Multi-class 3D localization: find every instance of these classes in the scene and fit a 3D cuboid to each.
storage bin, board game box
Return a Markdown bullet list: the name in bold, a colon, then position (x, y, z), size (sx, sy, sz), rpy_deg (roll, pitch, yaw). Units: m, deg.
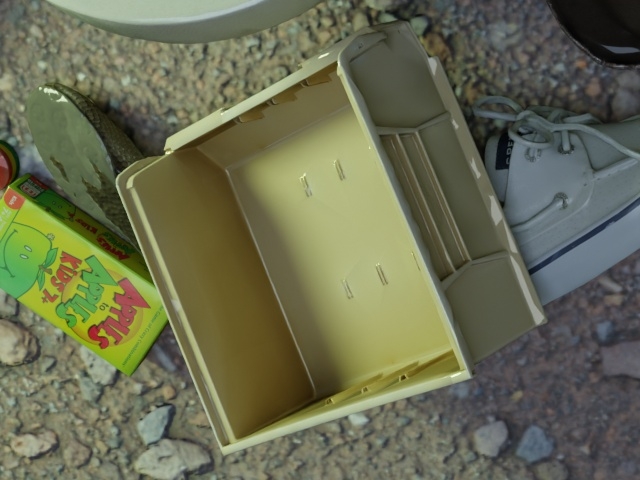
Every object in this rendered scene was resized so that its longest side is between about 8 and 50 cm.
- **storage bin**: position (0.000, 0.000, 1.090), size (0.262, 0.123, 0.260), rpy_deg (-24, 88, 41)
- **board game box**: position (-0.217, 0.031, 1.261), size (0.181, 0.043, 0.092), rpy_deg (35, 113, -1)

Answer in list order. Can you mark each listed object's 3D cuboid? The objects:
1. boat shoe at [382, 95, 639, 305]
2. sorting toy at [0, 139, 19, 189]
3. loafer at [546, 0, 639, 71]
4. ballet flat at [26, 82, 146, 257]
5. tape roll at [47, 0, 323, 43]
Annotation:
- **boat shoe**: position (0.175, -0.050, 1.107), size (0.367, 0.136, 0.156), rpy_deg (-35, 96, 31)
- **sorting toy**: position (-0.399, -0.011, 1.286), size (0.132, 0.046, 0.274), rpy_deg (40, 113, -3)
- **loafer**: position (0.182, -0.246, 0.968), size (0.134, 0.130, 0.366), rpy_deg (-7, 135, 24)
- **ballet flat**: position (-0.159, -0.041, 1.223), size (0.250, 0.058, 0.084), rpy_deg (47, 134, 0)
- **tape roll**: position (-0.101, -0.338, 1.013), size (0.392, 0.072, 0.392), rpy_deg (-1, 86, 11)
